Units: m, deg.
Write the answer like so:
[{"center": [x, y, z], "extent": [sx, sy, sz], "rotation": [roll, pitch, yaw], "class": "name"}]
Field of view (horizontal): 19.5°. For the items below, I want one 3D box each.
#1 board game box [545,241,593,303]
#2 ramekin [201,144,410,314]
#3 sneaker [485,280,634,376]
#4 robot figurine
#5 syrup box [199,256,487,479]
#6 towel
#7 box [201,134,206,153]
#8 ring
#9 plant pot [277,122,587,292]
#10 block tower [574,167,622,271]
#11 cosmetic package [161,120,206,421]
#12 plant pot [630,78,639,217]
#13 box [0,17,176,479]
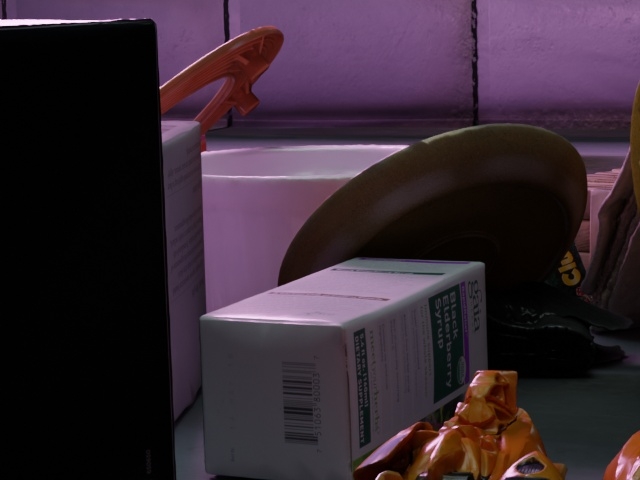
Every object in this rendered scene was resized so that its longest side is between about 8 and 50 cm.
[{"center": [0.163, -0.014, 1.574], "extent": [0.030, 0.136, 0.259], "rotation": [-26, 11, -6], "class": "board game box"}, {"center": [0.000, 0.000, 1.498], "extent": [0.277, 0.135, 0.277], "rotation": [-1, 8, 0], "class": "ramekin"}, {"center": [0.137, 0.058, 1.314], "extent": [0.170, 0.051, 0.089], "rotation": [14, 18, 2], "class": "sneaker"}, {"center": [0.092, 0.123, 0.784], "extent": [0.211, 0.085, 0.291], "rotation": [0, 8, 17], "class": "robot figurine"}, {"center": [0.022, 0.073, 1.123], "extent": [0.096, 0.093, 0.237], "rotation": [2, 8, 25], "class": "syrup box"}, {"center": [0.307, -0.055, 1.406], "extent": [0.187, 0.282, 0.049], "rotation": [-7, 41, -34], "class": "towel"}, {"center": [-0.239, -0.056, 1.973], "extent": [0.122, 0.128, 0.257], "rotation": [-8, 11, -39], "class": "box"}, {"center": [-0.155, -0.063, 1.591], "extent": [0.336, 0.032, 0.336], "rotation": [-41, -3, -2], "class": "ring"}, {"center": [0.086, 0.010, 1.304], "extent": [0.236, 0.236, 0.032], "rotation": [-6, 52, -28], "class": "plant pot"}, {"center": [0.323, -0.023, 1.765], "extent": [0.097, 0.091, 0.335], "rotation": [3, 9, 36], "class": "block tower"}, {"center": [-0.160, 0.019, 1.216], "extent": [0.151, 0.184, 0.151], "rotation": [0, 8, 7], "class": "cosmetic package"}, {"center": [0.407, -0.056, 1.211], "extent": [0.353, 0.366, 0.366], "rotation": [-15, 11, -12], "class": "plant pot"}, {"center": [-0.155, 0.027, 0.881], "extent": [0.103, 0.261, 0.184], "rotation": [-6, 9, -29], "class": "box"}]
